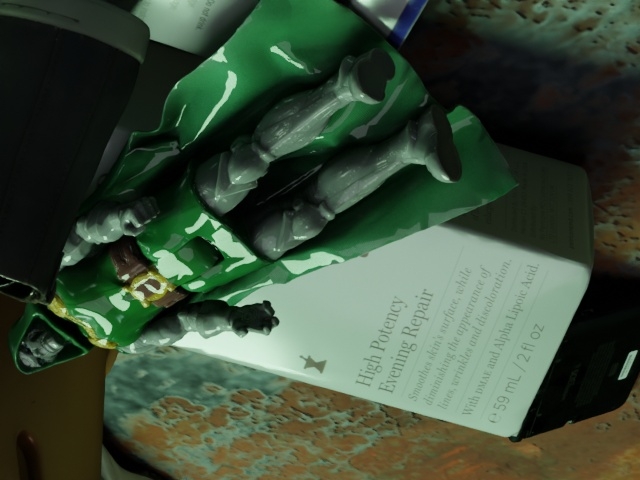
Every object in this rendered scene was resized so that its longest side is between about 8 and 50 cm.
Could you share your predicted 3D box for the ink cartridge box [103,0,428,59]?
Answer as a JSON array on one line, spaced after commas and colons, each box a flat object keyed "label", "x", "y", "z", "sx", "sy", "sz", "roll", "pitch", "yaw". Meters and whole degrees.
[{"label": "ink cartridge box", "x": -0.124, "y": -0.173, "z": 0.618, "sx": 0.371, "sy": 0.069, "sz": 0.176, "roll": 20, "pitch": 146, "yaw": -9}]

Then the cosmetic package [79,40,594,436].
[{"label": "cosmetic package", "x": 0.000, "y": 0.000, "z": 0.788, "sx": 0.231, "sy": 0.085, "sz": 0.117, "roll": 14, "pitch": 126, "yaw": -5}]

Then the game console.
[{"label": "game console", "x": 0.116, "y": 0.049, "z": 0.916, "sx": 0.107, "sy": 0.071, "sz": 0.122, "roll": -15, "pitch": 149, "yaw": -14}]

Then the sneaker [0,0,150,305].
[{"label": "sneaker", "x": -0.149, "y": -0.040, "z": 0.713, "sx": 0.083, "sy": 0.118, "sz": 0.222, "roll": 21, "pitch": 173, "yaw": -22}]

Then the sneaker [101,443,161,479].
[{"label": "sneaker", "x": -0.182, "y": 0.176, "z": 1.108, "sx": 0.100, "sy": 0.108, "sz": 0.271, "roll": -14, "pitch": 137, "yaw": 36}]

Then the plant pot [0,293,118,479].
[{"label": "plant pot", "x": -0.228, "y": 0.108, "z": 0.847, "sx": 0.291, "sy": 0.203, "sz": 0.291, "roll": -13, "pitch": 152, "yaw": -7}]

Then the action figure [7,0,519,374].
[{"label": "action figure", "x": -0.050, "y": -0.002, "z": 0.709, "sx": 0.232, "sy": 0.063, "sz": 0.137, "roll": -32, "pitch": 119, "yaw": 30}]
